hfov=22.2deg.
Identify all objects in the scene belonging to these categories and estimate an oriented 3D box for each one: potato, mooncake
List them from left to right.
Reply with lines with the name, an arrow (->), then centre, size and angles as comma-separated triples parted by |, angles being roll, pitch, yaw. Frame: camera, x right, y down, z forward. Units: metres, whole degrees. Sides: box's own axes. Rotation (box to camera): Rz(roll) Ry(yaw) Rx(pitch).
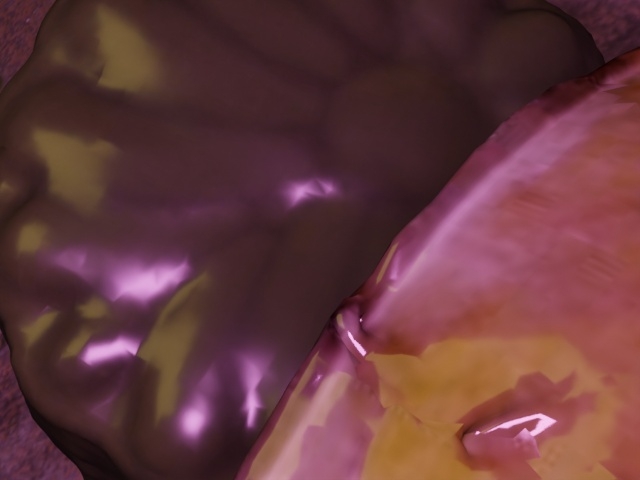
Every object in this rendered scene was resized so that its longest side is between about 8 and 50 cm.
mooncake -> 0.000, 0.000, 0.864 | 0.194, 0.356, 0.356 | 95, -162, -71
potato -> 0.185, 0.156, 0.513 | 0.319, 0.385, 0.442 | 29, 76, 33
